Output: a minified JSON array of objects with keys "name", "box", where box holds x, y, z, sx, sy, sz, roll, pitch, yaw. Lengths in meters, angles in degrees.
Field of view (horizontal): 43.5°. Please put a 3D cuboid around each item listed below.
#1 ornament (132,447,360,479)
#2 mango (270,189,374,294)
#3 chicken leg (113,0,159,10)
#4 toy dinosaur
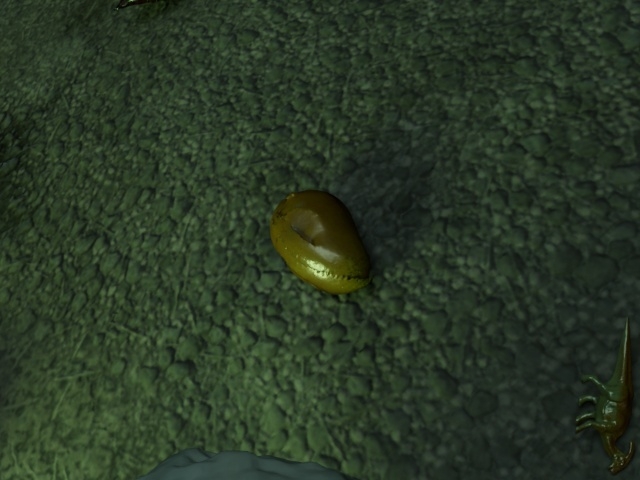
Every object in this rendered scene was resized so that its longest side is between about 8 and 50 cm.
[{"name":"ornament","box":[-0.036,0.284,0.409,0.337,0.337,0.337,-12,57,18]},{"name":"mango","box":[0.000,0.000,0.727,0.077,0.063,0.127,-32,52,-5]},{"name":"chicken leg","box":[-0.187,-0.389,1.052,0.105,0.063,0.234,3,63,32]},{"name":"toy dinosaur","box":[0.206,0.111,0.583,0.041,0.026,0.113,1,70,18]}]
